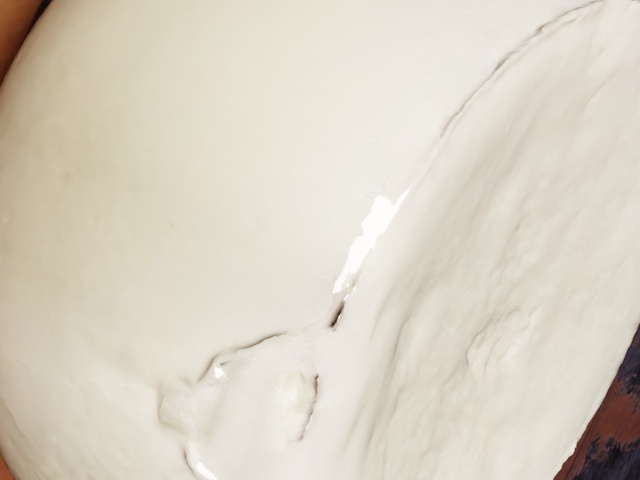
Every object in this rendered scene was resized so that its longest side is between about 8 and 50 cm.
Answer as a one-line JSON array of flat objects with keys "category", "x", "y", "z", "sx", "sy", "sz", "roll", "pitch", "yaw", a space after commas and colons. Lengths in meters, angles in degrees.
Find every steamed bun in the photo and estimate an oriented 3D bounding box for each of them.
[{"category": "steamed bun", "x": 0.000, "y": 0.000, "z": 0.477, "sx": 0.324, "sy": 0.206, "sz": 0.324, "roll": -36, "pitch": 140, "yaw": -39}]
